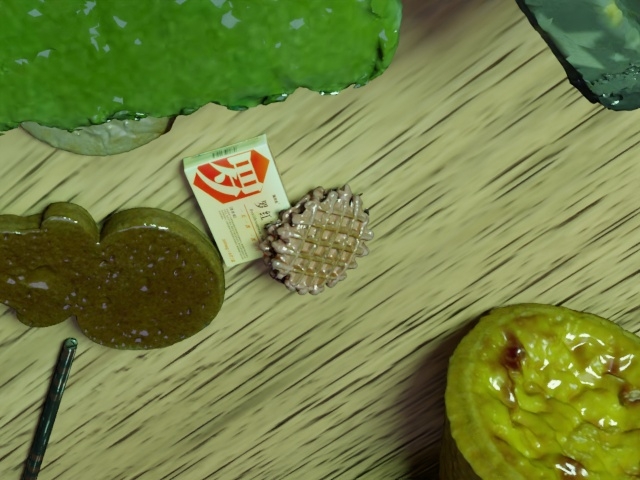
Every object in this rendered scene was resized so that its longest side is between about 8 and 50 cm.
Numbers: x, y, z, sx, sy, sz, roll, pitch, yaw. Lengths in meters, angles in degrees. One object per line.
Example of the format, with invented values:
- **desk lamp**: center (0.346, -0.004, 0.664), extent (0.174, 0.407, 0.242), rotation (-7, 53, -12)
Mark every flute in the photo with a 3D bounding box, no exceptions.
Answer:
- **flute**: center (-0.232, 0.175, 0.860), extent (0.014, 0.014, 0.269), rotation (11, 127, -18)

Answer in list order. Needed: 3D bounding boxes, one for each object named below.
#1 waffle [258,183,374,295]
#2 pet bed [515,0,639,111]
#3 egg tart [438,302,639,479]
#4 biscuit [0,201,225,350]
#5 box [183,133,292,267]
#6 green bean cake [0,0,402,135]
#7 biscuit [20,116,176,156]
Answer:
- **waffle**: center (0.000, 0.000, 0.725), extent (0.083, 0.029, 0.075), rotation (-37, 134, -12)
- **pet bed**: center (0.141, -0.194, 0.461), extent (0.183, 0.211, 0.159), rotation (-25, 136, 30)
- **egg tart**: center (0.175, 0.166, 0.808), extent (0.202, 0.203, 0.147), rotation (3, 138, -12)
- **biscuit**: center (-0.151, 0.022, 0.733), extent (0.175, 0.026, 0.124), rotation (13, 126, -20)
- **box**: center (-0.051, -0.025, 0.716), extent (0.058, 0.015, 0.093), rotation (-18, 131, 3)
- **green bean cake**: center (-0.090, -0.189, 0.475), extent (0.247, 0.156, 0.250), rotation (-8, 128, 1)
- **biscuit**: center (-0.138, -0.099, 0.638), extent (0.120, 0.015, 0.120), rotation (-4, 131, -5)
